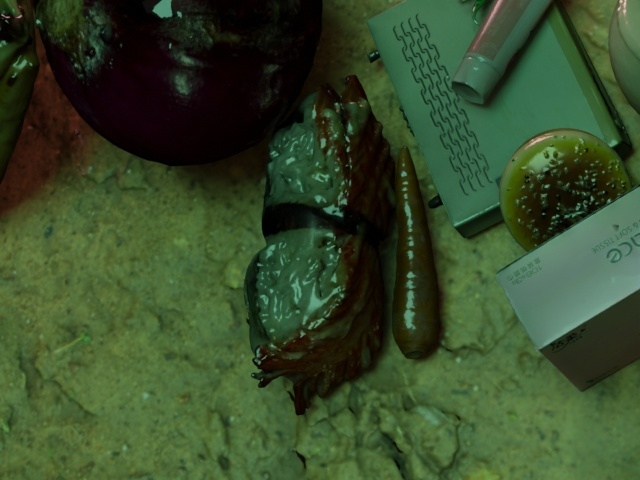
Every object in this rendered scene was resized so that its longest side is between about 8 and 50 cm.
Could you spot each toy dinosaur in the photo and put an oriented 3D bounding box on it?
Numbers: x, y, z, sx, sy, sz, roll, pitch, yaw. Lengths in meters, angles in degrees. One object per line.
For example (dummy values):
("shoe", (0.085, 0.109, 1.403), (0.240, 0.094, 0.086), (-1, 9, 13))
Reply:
("toy dinosaur", (0.169, -0.255, 1.709), (0.062, 0.021, 0.083), (-23, 60, -2))

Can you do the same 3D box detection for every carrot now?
("carrot", (0.091, 0.009, 1.659), (0.048, 0.048, 0.216), (-8, 73, 21))

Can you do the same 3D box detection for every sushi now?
("sushi", (0.000, 0.000, 1.672), (0.130, 0.124, 0.332), (-10, 64, 31))

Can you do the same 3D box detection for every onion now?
("onion", (-0.145, -0.208, 1.745), (0.337, 0.282, 0.260), (10, 104, 46))

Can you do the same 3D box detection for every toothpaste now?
("toothpaste", (0.192, -0.225, 1.677), (0.067, 0.043, 0.194), (24, 74, 31))

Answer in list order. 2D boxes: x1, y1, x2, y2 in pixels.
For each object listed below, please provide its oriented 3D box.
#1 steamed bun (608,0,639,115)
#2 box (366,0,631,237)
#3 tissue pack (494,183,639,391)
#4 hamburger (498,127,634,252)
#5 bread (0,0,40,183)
("steamed bun", (0.384, -0.172, 1.552), (0.232, 0.145, 0.232), (-10, 46, 11))
("box", (0.171, -0.153, 1.702), (0.211, 0.045, 0.270), (-29, 60, 11))
("tissue pack", (0.301, 0.023, 1.513), (0.246, 0.148, 0.092), (-33, 60, 11))
("hamburger", (0.233, -0.036, 1.582), (0.126, 0.141, 0.081), (-20, 20, 9))
("bread", (-0.425, -0.201, 1.838), (0.324, 0.167, 0.277), (-60, 41, 46))
